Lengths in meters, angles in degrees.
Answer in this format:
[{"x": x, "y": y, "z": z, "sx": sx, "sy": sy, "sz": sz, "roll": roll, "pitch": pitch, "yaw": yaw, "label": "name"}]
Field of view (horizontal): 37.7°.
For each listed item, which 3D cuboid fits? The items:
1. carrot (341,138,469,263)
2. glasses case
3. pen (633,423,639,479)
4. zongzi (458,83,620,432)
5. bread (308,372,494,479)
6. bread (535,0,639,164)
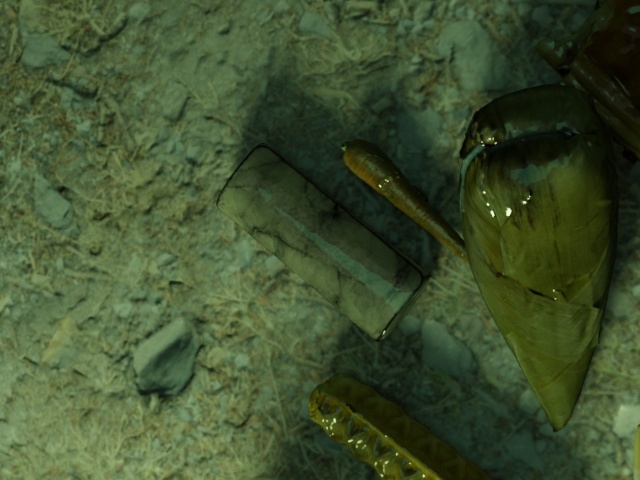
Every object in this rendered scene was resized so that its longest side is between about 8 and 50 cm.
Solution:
[{"x": 0.122, "y": -0.046, "z": 1.224, "sx": 0.254, "sy": 0.049, "sz": 0.049, "roll": 45, "pitch": 99, "yaw": 13, "label": "carrot"}, {"x": 0.000, "y": 0.000, "z": 1.249, "sx": 0.299, "sy": 0.060, "sz": 0.114, "roll": 39, "pitch": 98, "yaw": 16, "label": "glasses case"}, {"x": 0.387, "y": 0.337, "z": 1.121, "sx": 0.040, "sy": 0.032, "sz": 0.234, "roll": -5, "pitch": 82, "yaw": 41, "label": "pen"}, {"x": 0.247, "y": 0.035, "z": 1.019, "sx": 0.174, "sy": 0.356, "sz": 0.393, "roll": -7, "pitch": 86, "yaw": 10, "label": "zongzi"}, {"x": 0.138, "y": 0.295, "z": 1.179, "sx": 0.367, "sy": 0.084, "sz": 0.077, "roll": 35, "pitch": 139, "yaw": 18, "label": "bread"}, {"x": 0.406, "y": -0.270, "z": 1.080, "sx": 0.314, "sy": 0.191, "sz": 0.370, "roll": -43, "pitch": 63, "yaw": 15, "label": "bread"}]
